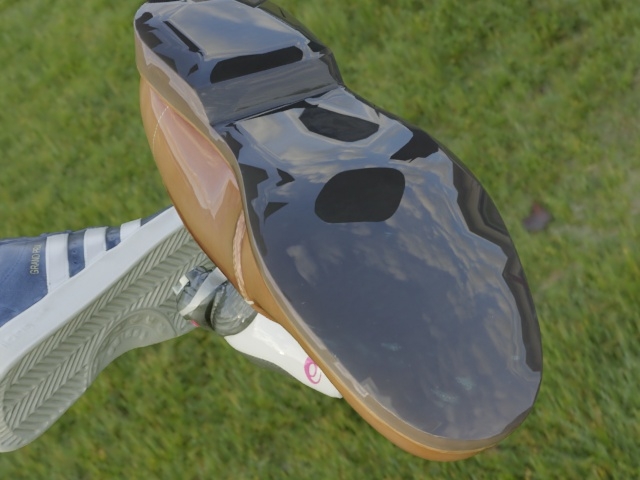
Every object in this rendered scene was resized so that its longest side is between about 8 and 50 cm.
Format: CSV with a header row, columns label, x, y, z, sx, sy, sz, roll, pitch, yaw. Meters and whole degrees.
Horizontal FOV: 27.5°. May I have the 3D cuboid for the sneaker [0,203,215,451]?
label,x,y,z,sx,sy,sz,roll,pitch,yaw
sneaker,-0.201,0.030,1.096,0.148,0.131,0.350,25,38,28

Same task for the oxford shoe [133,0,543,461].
label,x,y,z,sx,sy,sz,roll,pitch,yaw
oxford shoe,0.000,0.000,0.414,0.076,0.076,0.212,-11,41,-23

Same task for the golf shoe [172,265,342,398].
label,x,y,z,sx,sy,sz,roll,pitch,yaw
golf shoe,0.014,0.030,0.848,0.105,0.120,0.273,-55,-13,25
